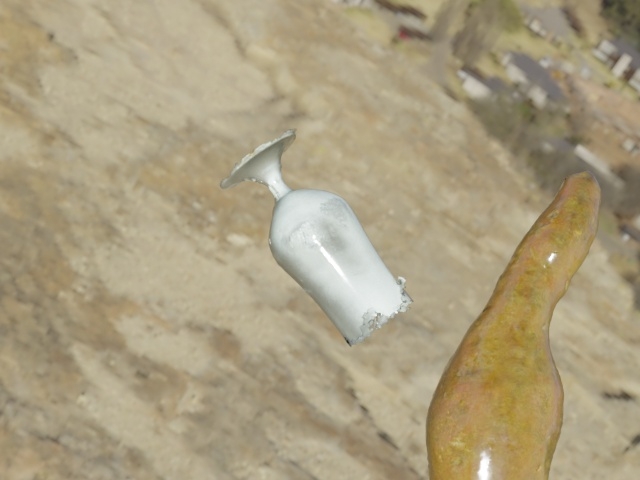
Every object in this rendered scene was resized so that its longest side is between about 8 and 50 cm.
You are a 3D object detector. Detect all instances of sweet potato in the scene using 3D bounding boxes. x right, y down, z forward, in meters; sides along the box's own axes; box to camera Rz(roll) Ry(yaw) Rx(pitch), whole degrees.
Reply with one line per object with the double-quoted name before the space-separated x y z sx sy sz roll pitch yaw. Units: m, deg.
"sweet potato" 0.101 0.078 0.721 0.074 0.269 0.075 15 -17 5

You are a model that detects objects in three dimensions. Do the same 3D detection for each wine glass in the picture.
"wine glass" 0.000 0.000 0.496 0.039 0.042 0.083 -37 85 -20
